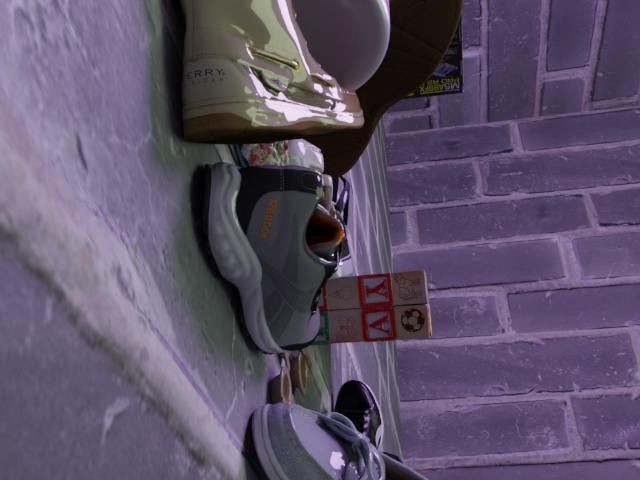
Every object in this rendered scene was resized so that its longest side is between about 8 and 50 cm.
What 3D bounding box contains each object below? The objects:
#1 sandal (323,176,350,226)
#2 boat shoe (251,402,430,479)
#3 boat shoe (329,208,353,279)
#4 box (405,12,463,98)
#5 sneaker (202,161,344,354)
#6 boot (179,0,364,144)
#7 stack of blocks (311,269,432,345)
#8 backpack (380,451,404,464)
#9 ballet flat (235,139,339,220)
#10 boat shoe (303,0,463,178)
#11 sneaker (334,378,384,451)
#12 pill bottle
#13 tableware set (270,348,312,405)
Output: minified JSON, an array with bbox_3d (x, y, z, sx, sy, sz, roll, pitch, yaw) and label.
[{"bbox_3d":[0.025,-0.040,1.220,0.097,0.054,0.254,75,13,-50],"label":"sandal"},{"bbox_3d":[0.061,0.250,0.732,0.320,0.103,0.118,44,13,-22],"label":"boat shoe"},{"bbox_3d":[0.000,0.000,0.988,0.219,0.078,0.070,-94,178,-77],"label":"boat shoe"},{"bbox_3d":[0.119,-0.346,1.321,0.216,0.270,0.060,71,17,-55],"label":"box"},{"bbox_3d":[-0.026,0.028,0.673,0.271,0.108,0.100,74,12,-57],"label":"sneaker"},{"bbox_3d":[-0.042,-0.189,0.642,0.262,0.095,0.203,-16,100,-61],"label":"boot"},{"bbox_3d":[0.073,0.096,1.073,0.297,0.171,0.087,24,61,-81],"label":"stack of blocks"},{"bbox_3d":[0.091,0.415,1.237,0.114,0.105,0.084,-80,-175,-63],"label":"backpack"},{"bbox_3d":[-0.028,-0.072,0.817,0.241,0.077,0.091,63,24,-67],"label":"ballet flat"},{"bbox_3d":[0.057,-0.232,0.985,0.341,0.121,0.110,-49,-144,38],"label":"boat shoe"},{"bbox_3d":[0.054,0.310,1.113,0.121,0.079,0.217,69,19,-66],"label":"sneaker"},{"bbox_3d":[-0.004,-0.295,0.826,0.283,0.160,0.160,-86,167,-47],"label":"pill bottle"},{"bbox_3d":[-0.032,0.162,0.834,0.141,0.020,0.169,75,13,-46],"label":"tableware set"}]
